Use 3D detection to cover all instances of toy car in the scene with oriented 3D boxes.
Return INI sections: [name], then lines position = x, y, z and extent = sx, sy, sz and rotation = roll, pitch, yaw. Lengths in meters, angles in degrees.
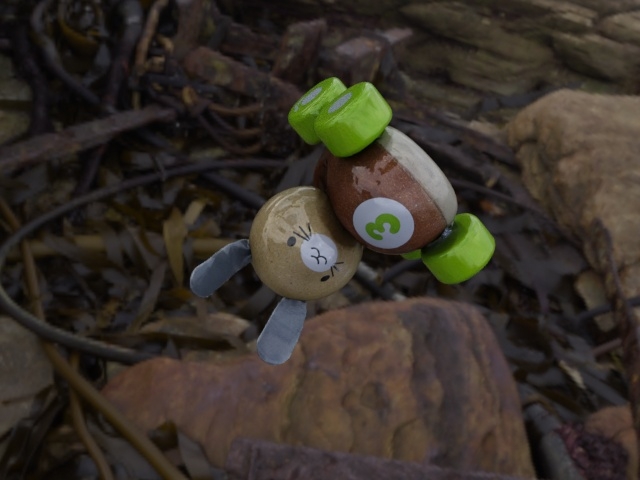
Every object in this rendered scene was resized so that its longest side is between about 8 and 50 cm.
[toy car]
position = 0.000, 0.000, 0.662
extent = 0.155, 0.188, 0.149
rotation = 49, -3, -20
